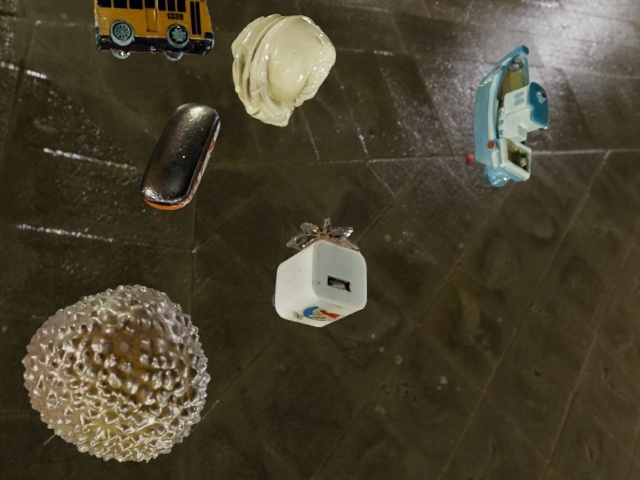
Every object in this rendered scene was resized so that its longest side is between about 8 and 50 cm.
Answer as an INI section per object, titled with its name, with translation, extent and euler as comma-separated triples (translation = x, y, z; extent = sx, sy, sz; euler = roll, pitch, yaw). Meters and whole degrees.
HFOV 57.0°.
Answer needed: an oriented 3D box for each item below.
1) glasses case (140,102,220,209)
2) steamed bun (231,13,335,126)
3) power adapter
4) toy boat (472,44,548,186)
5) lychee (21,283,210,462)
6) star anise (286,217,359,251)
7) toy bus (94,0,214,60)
[glasses case]
translation = -0.282, -0.177, 1.202
extent = 0.103, 0.067, 0.267
euler = 11, 58, 6
[steamed bun]
translation = -0.119, -0.443, 1.499
extent = 0.203, 0.289, 0.276
euler = 20, 98, -28
[power adapter]
translation = -0.019, 0.099, 1.170
extent = 0.130, 0.205, 0.125
euler = 17, 59, -29
[toy boat]
translation = 0.293, -0.189, 0.870
extent = 0.088, 0.102, 0.215
euler = 18, 70, -37
[lychee]
translation = -0.451, 0.289, 1.331
extent = 0.380, 0.380, 0.432
euler = -26, 60, -39
[star anise]
translation = -0.002, -0.012, 1.775
extent = 0.208, 0.063, 0.172
euler = -15, 45, -7
[toy bus]
translation = -0.296, -0.388, 1.045
extent = 0.201, 0.098, 0.114
euler = -4, 90, -20
